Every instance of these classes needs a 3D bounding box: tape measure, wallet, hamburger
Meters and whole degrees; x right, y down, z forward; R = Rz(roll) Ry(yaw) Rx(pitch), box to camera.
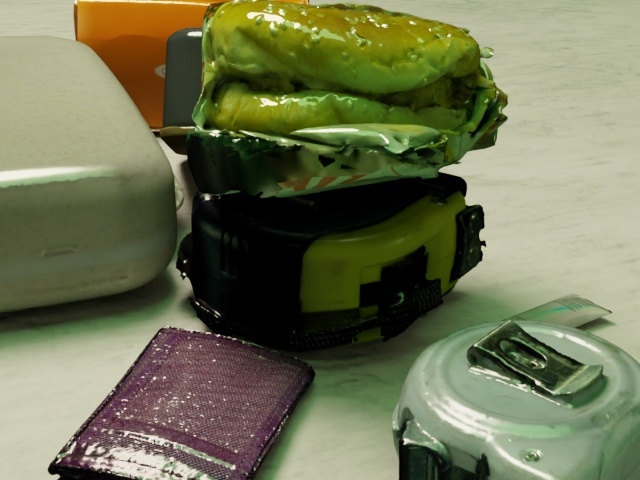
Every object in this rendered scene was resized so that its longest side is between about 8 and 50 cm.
[{"bbox_3d":[0.000,0.000,0.854,0.199,0.112,0.186,15,31,29],"label":"tape measure"},{"bbox_3d":[-0.076,0.104,0.717,0.111,0.030,0.166,7,25,14],"label":"wallet"},{"bbox_3d":[0.175,0.074,0.734,0.164,0.084,0.330,24,35,31],"label":"tape measure"},{"bbox_3d":[0.018,-0.096,0.780,0.214,0.125,0.235,-2,10,0],"label":"hamburger"}]

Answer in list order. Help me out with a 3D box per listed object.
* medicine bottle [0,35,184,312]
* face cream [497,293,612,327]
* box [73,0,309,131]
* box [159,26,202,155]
[{"bbox_3d":[-0.268,-0.067,0.958,0.282,0.123,0.375,-9,28,-18],"label":"medicine bottle"},{"bbox_3d":[0.156,0.057,0.841,0.115,0.020,0.038,-18,31,-37],"label":"face cream"},{"bbox_3d":[-0.124,-0.231,1.289,0.224,0.144,0.341,1,24,-1],"label":"box"},{"bbox_3d":[-0.061,-0.124,1.041,0.144,0.090,0.201,1,-1,-1],"label":"box"}]
